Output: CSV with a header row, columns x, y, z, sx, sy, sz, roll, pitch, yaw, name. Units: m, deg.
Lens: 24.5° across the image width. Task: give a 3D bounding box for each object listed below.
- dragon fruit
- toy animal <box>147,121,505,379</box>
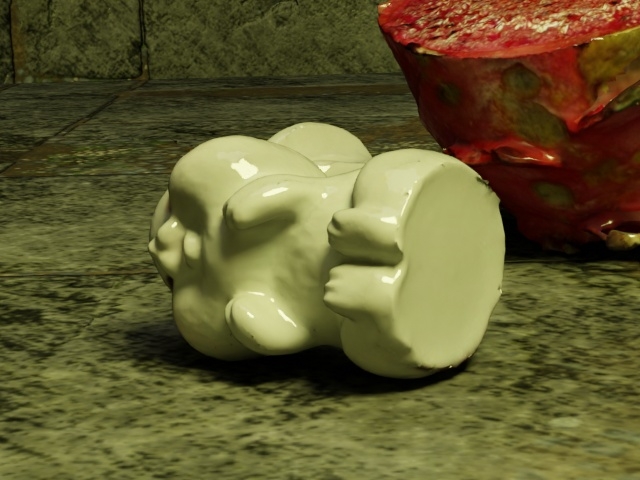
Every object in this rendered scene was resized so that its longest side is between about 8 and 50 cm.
x,y,z,sx,sy,sz,roll,pitch,yaw,name
0.233,-0.119,1.146,0.386,0.249,0.371,3,27,43,dragon fruit
0.008,0.002,0.831,0.178,0.127,0.193,-10,12,-44,toy animal
